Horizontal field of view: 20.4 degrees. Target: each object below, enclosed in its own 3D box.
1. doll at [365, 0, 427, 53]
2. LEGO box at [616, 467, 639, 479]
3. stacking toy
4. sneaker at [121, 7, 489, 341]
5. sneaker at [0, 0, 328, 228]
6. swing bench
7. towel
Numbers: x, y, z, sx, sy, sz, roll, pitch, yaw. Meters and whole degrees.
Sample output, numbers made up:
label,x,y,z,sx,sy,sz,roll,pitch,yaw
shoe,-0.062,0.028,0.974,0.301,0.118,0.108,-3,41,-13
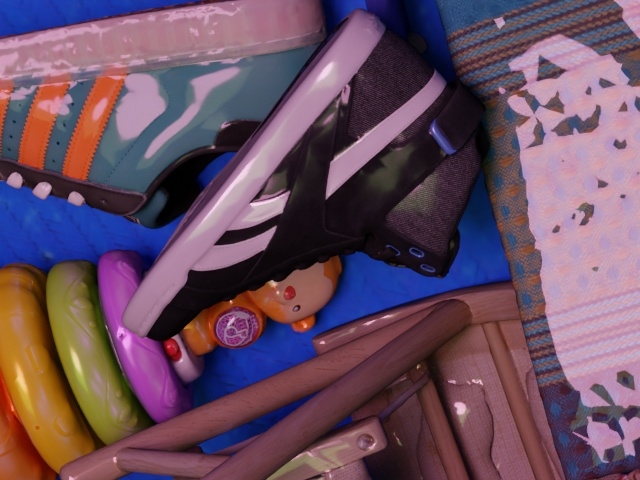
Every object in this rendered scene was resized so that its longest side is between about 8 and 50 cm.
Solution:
label,x,y,z,sx,sy,sz,roll,pitch,yaw
doll,0.020,-0.171,0.897,0.046,0.129,0.189,-9,117,7
LEGO box,0.215,0.334,0.801,0.500,0.193,0.372,19,119,-39
stacking toy,-0.129,0.066,1.010,0.302,0.166,0.175,-20,109,5
sneaker,0.000,0.000,0.897,0.121,0.079,0.217,37,116,-7
sneaker,-0.135,-0.059,0.979,0.302,0.108,0.121,-8,99,16
swing bench,0.041,0.184,0.953,0.165,0.255,0.253,-6,106,57
towel,0.201,-0.087,0.868,0.271,0.040,0.370,-15,87,19
